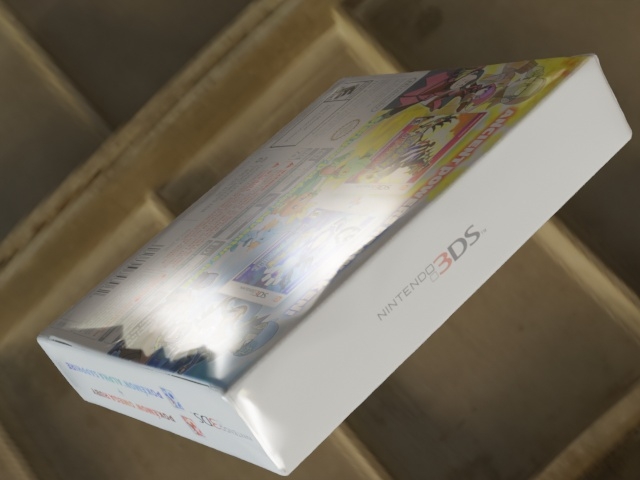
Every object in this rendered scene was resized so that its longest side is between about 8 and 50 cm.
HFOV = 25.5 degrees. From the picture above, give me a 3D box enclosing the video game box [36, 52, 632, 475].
[{"bbox_3d":[0.000,0.000,0.595,0.205,0.048,0.187,-42,-160,-22],"label":"video game box"}]
